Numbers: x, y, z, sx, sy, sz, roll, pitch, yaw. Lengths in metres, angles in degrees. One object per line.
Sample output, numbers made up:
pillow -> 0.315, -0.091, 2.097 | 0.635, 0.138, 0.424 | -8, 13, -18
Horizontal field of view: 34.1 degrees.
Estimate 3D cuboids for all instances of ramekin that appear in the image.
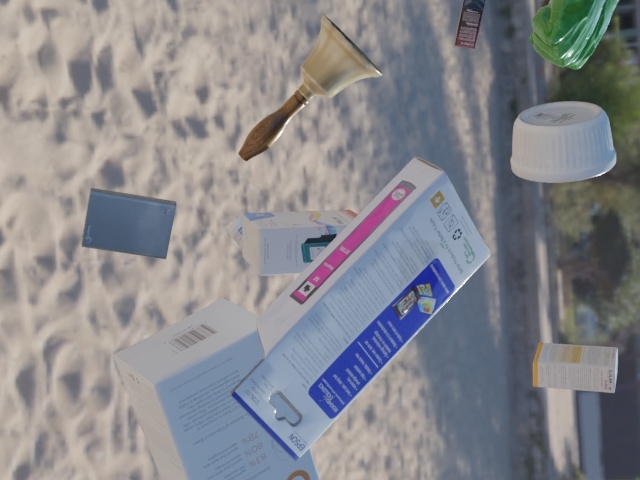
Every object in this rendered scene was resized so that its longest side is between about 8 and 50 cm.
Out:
ramekin -> 0.478, -0.201, 2.074 | 0.207, 0.207, 0.109 | -65, 148, -63

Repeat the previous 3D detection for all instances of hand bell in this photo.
hand bell -> -0.036, -0.211, 1.577 | 0.126, 0.242, 0.126 | 44, 11, -11

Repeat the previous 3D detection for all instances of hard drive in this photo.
hard drive -> -0.301, -0.026, 1.641 | 0.022, 0.135, 0.094 | -120, -139, -69

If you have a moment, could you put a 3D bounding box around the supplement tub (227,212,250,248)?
supplement tub -> -0.151, -0.002, 2.360 | 0.107, 0.071, 0.071 | 48, 10, 10

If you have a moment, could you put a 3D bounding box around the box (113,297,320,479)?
box -> -0.161, 0.305, 1.706 | 0.215, 0.168, 0.345 | -27, 114, -26

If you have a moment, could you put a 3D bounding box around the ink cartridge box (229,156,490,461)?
ink cartridge box -> 0.046, 0.085, 1.289 | 0.371, 0.069, 0.176 | -47, 134, -12

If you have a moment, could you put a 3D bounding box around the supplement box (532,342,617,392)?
supplement box -> 0.317, 0.157, 1.295 | 0.062, 0.098, 0.036 | -45, 134, -63

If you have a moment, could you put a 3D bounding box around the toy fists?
toy fists -> 0.421, -0.365, 1.756 | 0.142, 0.096, 0.279 | -68, 163, 15

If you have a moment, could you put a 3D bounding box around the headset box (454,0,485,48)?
headset box -> 0.212, -0.316, 1.470 | 0.083, 0.032, 0.062 | 92, 11, -54

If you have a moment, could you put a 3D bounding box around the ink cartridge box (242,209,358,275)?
ink cartridge box -> 0.000, 0.000, 1.667 | 0.134, 0.231, 0.078 | -142, -129, -70
